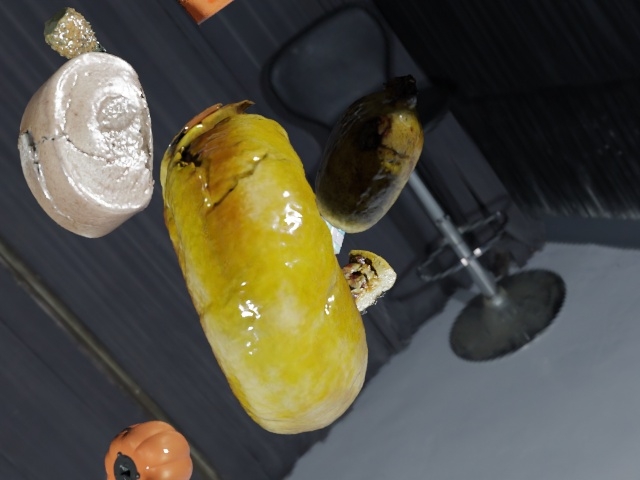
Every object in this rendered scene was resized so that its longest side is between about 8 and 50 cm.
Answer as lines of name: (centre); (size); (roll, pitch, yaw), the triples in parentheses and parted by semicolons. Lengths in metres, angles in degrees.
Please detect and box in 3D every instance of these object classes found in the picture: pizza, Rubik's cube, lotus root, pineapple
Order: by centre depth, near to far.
lotus root: (0.071, -0.125, 1.298); (0.260, 0.128, 0.145); (-60, 29, 33)
Rubik's cube: (-0.001, -0.003, 1.854); (0.073, 0.075, 0.084); (-15, 29, 39)
pizza: (0.060, 0.105, 1.957); (0.194, 0.069, 0.154); (-52, 42, -8)
pineapple: (-0.551, -0.449, 2.112); (0.108, 0.198, 0.108); (-26, 39, 24)

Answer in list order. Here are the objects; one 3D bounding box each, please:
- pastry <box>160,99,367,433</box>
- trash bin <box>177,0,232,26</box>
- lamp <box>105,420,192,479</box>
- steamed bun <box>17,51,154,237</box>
pastry: (-0.057, 0.032, 0.947); (0.164, 0.356, 0.356); (-19, 20, -6)
trash bin: (-0.206, -0.571, 1.844); (0.238, 0.161, 0.184); (-37, 33, 9)
lamp: (-0.362, 0.480, 1.941); (0.187, 0.187, 0.164); (-23, -9, 35)
steamed bun: (-0.433, -0.161, 1.592); (0.199, 0.301, 0.251); (-5, -7, -43)
